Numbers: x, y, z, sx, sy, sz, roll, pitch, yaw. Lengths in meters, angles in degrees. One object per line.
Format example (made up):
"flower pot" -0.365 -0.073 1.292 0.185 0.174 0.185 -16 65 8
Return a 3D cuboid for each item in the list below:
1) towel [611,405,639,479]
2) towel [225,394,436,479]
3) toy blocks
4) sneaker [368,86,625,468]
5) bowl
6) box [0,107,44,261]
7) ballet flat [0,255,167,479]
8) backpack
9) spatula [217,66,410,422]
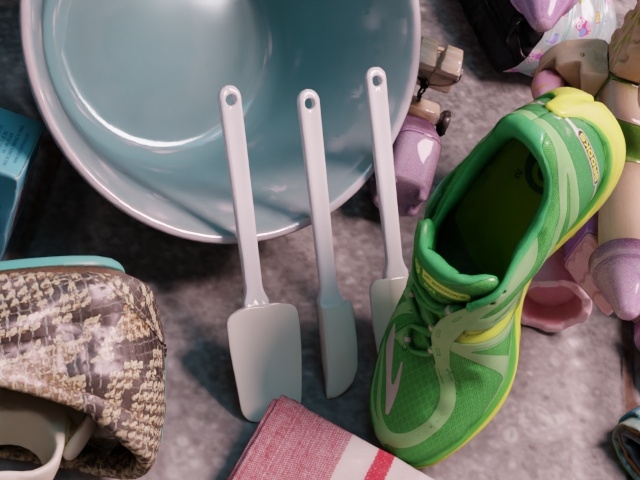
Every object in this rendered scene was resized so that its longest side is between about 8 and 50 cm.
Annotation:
"towel" 0.433 0.194 1.121 0.370 0.040 0.271 -17 60 -34
"towel" 0.067 0.261 0.908 0.329 0.037 0.237 30 43 2
"toy blocks" 0.206 -0.034 1.057 0.309 0.288 0.260 18 49 -9
"sneaker" 0.093 0.026 0.954 0.109 0.295 0.123 38 27 31
"bowl" -0.097 -0.156 1.065 0.312 0.163 0.311 -2 94 -28
"box" -0.325 -0.072 0.984 0.244 0.100 0.060 19 46 -6
"ballet flat" -0.313 0.095 0.813 0.483 0.164 0.182 3 59 -26
"backpack" 0.201 -0.242 1.340 0.115 0.152 0.182 1 56 -28
"spatula" 0.000 0.000 1.021 0.168 0.019 0.242 -9 96 -25
